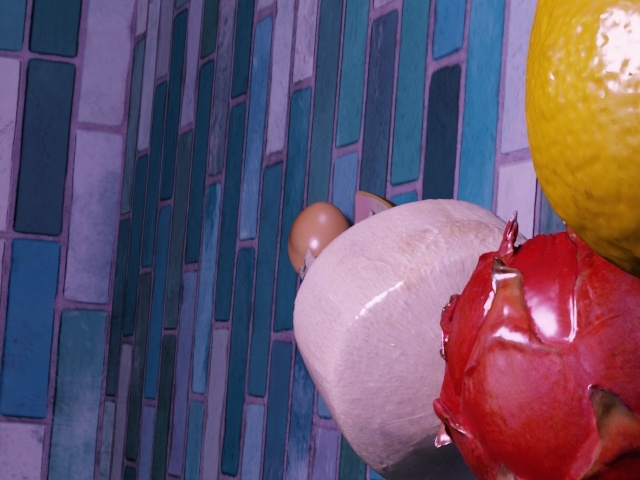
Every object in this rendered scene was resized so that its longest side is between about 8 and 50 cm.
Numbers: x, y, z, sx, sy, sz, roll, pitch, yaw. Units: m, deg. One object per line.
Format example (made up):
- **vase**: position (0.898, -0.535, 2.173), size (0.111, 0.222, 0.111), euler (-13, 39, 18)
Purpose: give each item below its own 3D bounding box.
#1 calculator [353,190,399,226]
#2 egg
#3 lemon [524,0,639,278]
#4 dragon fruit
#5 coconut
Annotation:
- **calculator**: position (0.078, 0.044, 2.026), size (0.236, 0.033, 0.157), euler (-126, 46, -60)
- **egg**: position (0.000, 0.000, 2.187), size (0.080, 0.080, 0.096), euler (123, 144, -53)
- **lemon**: position (0.256, -0.109, 1.211), size (0.245, 0.245, 0.320), euler (136, 142, -62)
- **dragon fruit**: position (0.200, 0.109, 1.335), size (0.241, 0.241, 0.252), euler (166, 116, -70)
- **coconut**: position (0.109, 0.097, 1.602), size (0.247, 0.244, 0.245), euler (-121, 41, -59)
